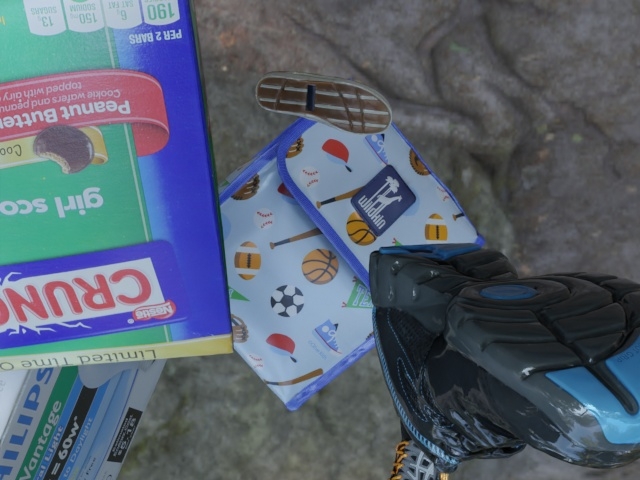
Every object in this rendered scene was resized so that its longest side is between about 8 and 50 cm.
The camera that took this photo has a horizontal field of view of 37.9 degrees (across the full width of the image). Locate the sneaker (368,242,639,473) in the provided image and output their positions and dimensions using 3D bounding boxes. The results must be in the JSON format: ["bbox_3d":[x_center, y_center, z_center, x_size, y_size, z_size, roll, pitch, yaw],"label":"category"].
[{"bbox_3d":[0.119,0.086,0.589,0.125,0.140,0.341,-3,-173,-9],"label":"sneaker"}]

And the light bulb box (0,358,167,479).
[{"bbox_3d":[-0.335,0.116,1.045,0.225,0.358,0.361,19,168,11],"label":"light bulb box"}]

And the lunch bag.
[{"bbox_3d":[0.000,0.000,1.370,0.385,0.239,0.328,-39,100,9],"label":"lunch bag"}]

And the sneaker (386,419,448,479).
[{"bbox_3d":[0.125,0.321,1.254,0.083,0.215,0.084,2,151,-12],"label":"sneaker"}]

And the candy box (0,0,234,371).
[{"bbox_3d":[-0.207,-0.054,0.643,0.268,0.122,0.317,-6,133,-4],"label":"candy box"}]

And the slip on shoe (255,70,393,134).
[{"bbox_3d":[0.005,-0.136,0.908,0.135,0.041,0.051,10,111,7],"label":"slip on shoe"}]
